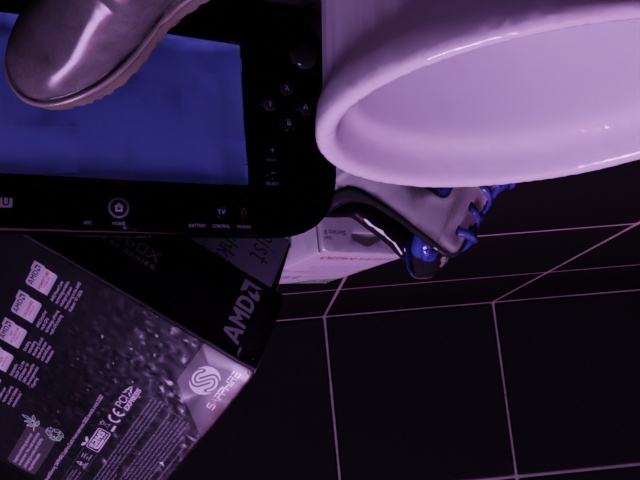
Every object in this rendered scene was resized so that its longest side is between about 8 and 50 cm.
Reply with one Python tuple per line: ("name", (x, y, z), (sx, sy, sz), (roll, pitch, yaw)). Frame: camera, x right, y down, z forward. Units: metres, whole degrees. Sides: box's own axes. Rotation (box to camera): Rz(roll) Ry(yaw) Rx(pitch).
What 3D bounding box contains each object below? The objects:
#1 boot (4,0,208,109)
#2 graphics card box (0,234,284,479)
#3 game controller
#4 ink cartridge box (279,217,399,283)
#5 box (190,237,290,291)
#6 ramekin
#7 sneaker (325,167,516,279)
("boot", (-0.124, -0.144, 0.383), (0.189, 0.076, 0.208), (-39, 172, 12))
("graphics card box", (-0.241, 0.041, 0.616), (0.371, 0.094, 0.233), (32, 123, -7))
("game controller", (-0.134, -0.084, 0.542), (0.319, 0.166, 0.067), (1, 162, -28))
("ink cartridge box", (0.000, 0.000, 1.187), (0.154, 0.093, 0.212), (2, 168, -34))
("box", (-0.199, 0.040, 0.740), (0.231, 0.127, 0.262), (39, 122, -13))
("ramekin", (0.129, -0.133, 0.509), (0.277, 0.135, 0.277), (-5, 169, -1))
("sneaker", (0.128, -0.061, 0.739), (0.315, 0.182, 0.127), (-4, 170, -5))
